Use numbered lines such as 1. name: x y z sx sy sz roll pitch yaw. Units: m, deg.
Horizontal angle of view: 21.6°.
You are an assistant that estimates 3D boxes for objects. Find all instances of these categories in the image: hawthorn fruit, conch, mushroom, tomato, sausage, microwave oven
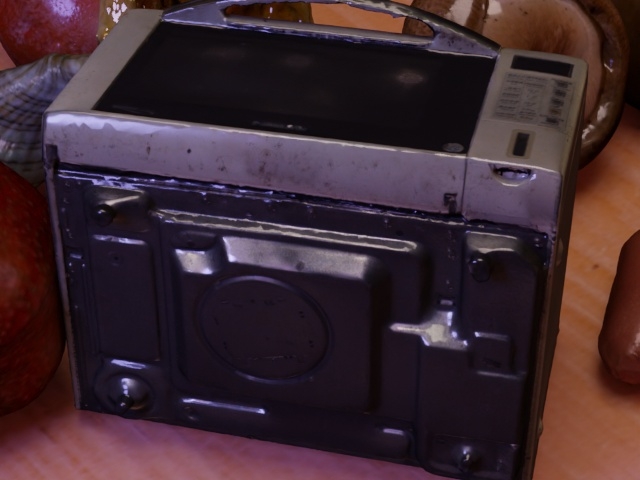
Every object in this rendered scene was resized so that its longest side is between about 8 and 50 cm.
1. hawthorn fruit: -0.338 0.025 1.399 0.254 0.254 0.300 -9 37 -11
2. conch: -0.308 -0.099 1.574 0.386 0.169 0.203 8 12 38
3. mushroom: 0.182 -0.163 1.621 0.253 0.253 0.153 -30 13 -30
4. tomato: -0.241 -0.253 1.754 0.208 0.184 0.208 1 42 -1
5. sausage: 0.295 0.056 1.493 0.077 0.077 0.194 11 43 12
6. microwave oven: 0.000 0.000 1.356 0.394 0.333 0.247 8 37 10

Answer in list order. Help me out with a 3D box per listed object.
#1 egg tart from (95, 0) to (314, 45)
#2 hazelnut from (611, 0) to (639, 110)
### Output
1. egg tart: -0.118 -0.185 1.642 0.115 0.290 0.290 -6 29 43
2. hazelnut: 0.401 -0.210 1.716 0.229 0.229 0.229 0 41 0
